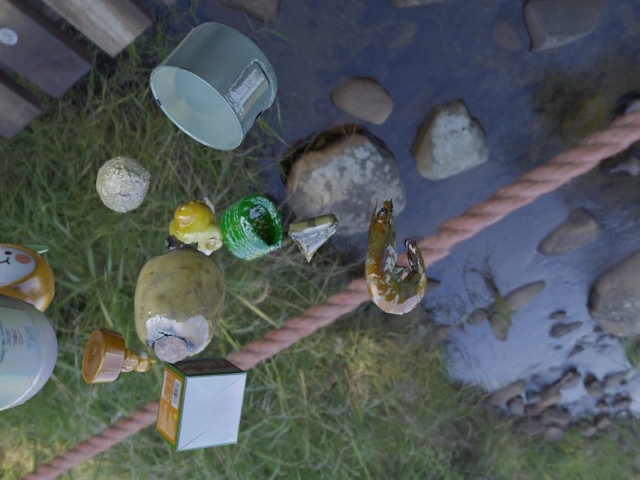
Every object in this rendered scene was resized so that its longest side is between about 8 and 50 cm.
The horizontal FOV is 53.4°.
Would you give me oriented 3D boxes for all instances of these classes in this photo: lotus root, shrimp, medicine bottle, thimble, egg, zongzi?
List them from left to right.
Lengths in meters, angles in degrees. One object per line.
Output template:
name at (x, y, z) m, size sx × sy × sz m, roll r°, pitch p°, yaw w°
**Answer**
medicine bottle at (-0.655, 0.218, 1.240) m, size 0.236 × 0.235 × 0.406 m, roll -16°, pitch 170°, yaw -4°
egg at (-0.429, -0.124, 1.391) m, size 0.116 × 0.118 × 0.140 m, roll -19°, pitch 152°, yaw -24°
lotus root at (-0.205, 0.072, 0.934) m, size 0.118 × 0.220 × 0.125 m, roll -33°, pitch 131°, yaw 32°
thimble at (-0.141, -0.025, 1.321) m, size 0.090 × 0.118 × 0.130 m, roll -25°, pitch 101°, yaw 39°
zongzi at (0.000, 0.000, 0.978) m, size 0.076 × 0.040 × 0.083 m, roll -12°, pitch 130°, yaw 17°
shrimp at (0.155, 0.033, 1.338) m, size 0.150 × 0.248 × 0.068 m, roll 1°, pitch 168°, yaw -30°

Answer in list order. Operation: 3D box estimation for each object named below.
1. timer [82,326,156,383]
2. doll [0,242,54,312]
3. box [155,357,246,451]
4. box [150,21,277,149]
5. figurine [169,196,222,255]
timer at (-0.473, 0.283, 1.526) m, size 0.152 × 0.132 × 0.132 m, roll 17°, pitch 128°, yaw -36°
doll at (-0.756, 0.089, 1.532) m, size 0.213 × 0.236 × 0.213 m, roll -15°, pitch 135°, yaw -15°
box at (-0.313, 0.418, 1.653) m, size 0.178 × 0.148 × 0.194 m, roll 4°, pitch 95°, yaw -39°
box at (-0.221, -0.323, 1.341) m, size 0.149 × 0.226 × 0.226 m, roll -57°, pitch 147°, yaw -25°
figurine at (-0.298, 0.018, 1.532) m, size 0.131 × 0.156 × 0.246 m, roll -13°, pitch 113°, yaw -57°
